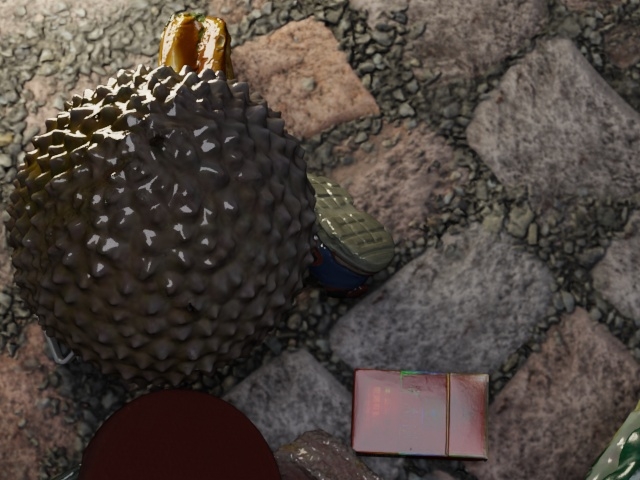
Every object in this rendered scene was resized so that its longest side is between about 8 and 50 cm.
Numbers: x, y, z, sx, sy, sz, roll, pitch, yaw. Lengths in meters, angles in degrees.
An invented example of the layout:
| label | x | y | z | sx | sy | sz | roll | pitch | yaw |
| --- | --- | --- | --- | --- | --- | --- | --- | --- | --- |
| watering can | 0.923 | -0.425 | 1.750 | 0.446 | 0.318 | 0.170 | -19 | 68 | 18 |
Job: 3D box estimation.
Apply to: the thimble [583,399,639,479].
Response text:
| label | x | y | z | sx | sy | sz | roll | pitch | yaw |
| --- | --- | --- | --- | --- | --- | --- | --- | --- | --- |
| thimble | 0.413 | 0.289 | 1.527 | 0.167 | 0.254 | 0.288 | 34 | 71 | 9 |

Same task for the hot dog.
| label | x | y | z | sx | sy | sz | roll | pitch | yaw |
| --- | --- | --- | --- | --- | --- | --- | --- | --- | --- |
| hot dog | -0.171 | -0.187 | 1.754 | 0.115 | 0.072 | 0.269 | 5 | 75 | 3 |

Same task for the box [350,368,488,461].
| label | x | y | z | sx | sy | sz | roll | pitch | yaw |
| --- | --- | --- | --- | --- | --- | --- | --- | --- | --- |
| box | 0.127 | 0.225 | 1.652 | 0.175 | 0.048 | 0.112 | 1 | 74 | 1 |

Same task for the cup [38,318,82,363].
| label | x | y | z | sx | sy | sz | roll | pitch | yaw |
| --- | --- | --- | --- | --- | --- | --- | --- | --- | --- |
| cup | -0.324 | 0.108 | 1.685 | 0.104 | 0.074 | 0.116 | -47 | 74 | 18 |

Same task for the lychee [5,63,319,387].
| label | x | y | z | sx | sy | sz | roll | pitch | yaw |
| --- | --- | --- | --- | --- | --- | --- | --- | --- | --- |
| lychee | -0.188 | -0.026 | 1.524 | 0.380 | 0.432 | 0.380 | -1 | 63 | 1 |

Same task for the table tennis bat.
| label | x | y | z | sx | sy | sz | roll | pitch | yaw |
| --- | --- | --- | --- | --- | --- | --- | --- | --- | --- |
| table tennis bat | -0.184 | 0.316 | 1.424 | 0.415 | 0.051 | 0.268 | -26 | 89 | -50 |

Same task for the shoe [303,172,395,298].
| label | x | y | z | sx | sy | sz | roll | pitch | yaw |
| --- | --- | --- | --- | --- | --- | --- | --- | --- | --- |
| shoe | 0.000 | 0.000 | 1.704 | 0.099 | 0.125 | 0.227 | -15 | 44 | -39 |

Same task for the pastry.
| label | x | y | z | sx | sy | sz | roll | pitch | yaw |
| --- | --- | --- | --- | --- | --- | --- | --- | --- | --- |
| pastry | 0.045 | 0.336 | 1.587 | 0.112 | 0.103 | 0.265 | -24 | 58 | -40 |

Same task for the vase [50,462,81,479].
| label | x | y | z | sx | sy | sz | roll | pitch | yaw |
| --- | --- | --- | --- | --- | --- | --- | --- | --- | --- |
| vase | -0.224 | 0.399 | 1.529 | 0.245 | 0.245 | 0.291 | -31 | 84 | -8 |
